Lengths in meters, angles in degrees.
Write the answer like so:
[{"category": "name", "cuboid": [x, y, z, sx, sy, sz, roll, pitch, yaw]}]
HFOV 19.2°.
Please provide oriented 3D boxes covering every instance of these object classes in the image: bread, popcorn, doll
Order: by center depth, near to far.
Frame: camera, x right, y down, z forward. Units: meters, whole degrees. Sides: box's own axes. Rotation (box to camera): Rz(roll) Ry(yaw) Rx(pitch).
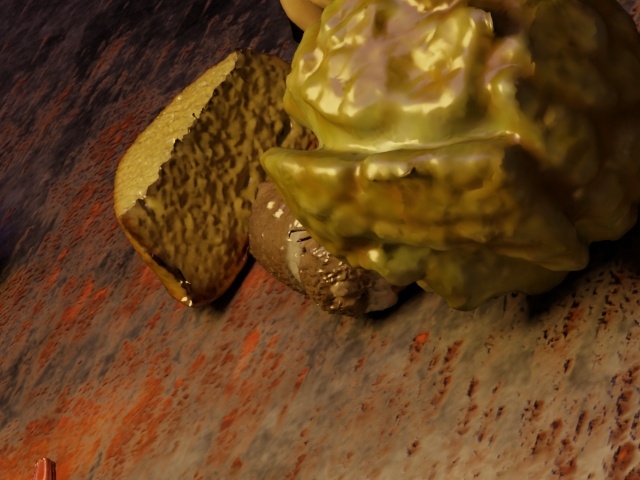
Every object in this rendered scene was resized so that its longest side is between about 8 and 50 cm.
[{"category": "popcorn", "cuboid": [0.113, -0.081, 1.320, 0.282, 0.247, 0.282, -24, 47, 29]}, {"category": "doll", "cuboid": [0.001, -0.007, 1.518, 0.105, 0.115, 0.221, -55, 21, -2]}, {"category": "bread", "cuboid": [-0.107, -0.055, 1.703, 0.134, 0.129, 0.260, -17, 34, 53]}]

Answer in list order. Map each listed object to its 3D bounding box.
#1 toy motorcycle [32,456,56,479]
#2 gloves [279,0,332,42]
[{"category": "toy motorcycle", "cuboid": [-0.323, 0.286, 1.497, 0.326, 0.148, 0.221, -26, 53, 34]}, {"category": "gloves", "cuboid": [0.019, -0.269, 1.686, 0.152, 0.301, 0.197, 11, 39, 21]}]
